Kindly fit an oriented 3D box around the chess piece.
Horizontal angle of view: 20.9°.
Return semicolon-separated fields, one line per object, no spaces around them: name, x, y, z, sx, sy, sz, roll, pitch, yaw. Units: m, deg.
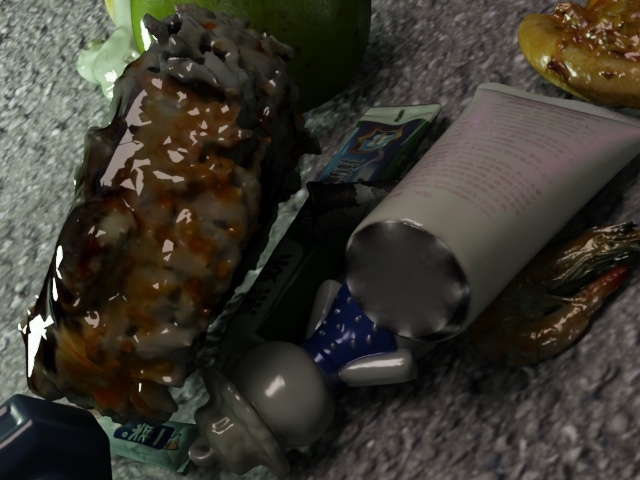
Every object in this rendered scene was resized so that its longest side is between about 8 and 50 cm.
chess piece;-0.213;-0.291;2.141;0.176;0.176;0.298;-5;58;35

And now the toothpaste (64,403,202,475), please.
toothpaste;-0.190;0.183;1.642;0.205;0.036;0.056;6;52;38

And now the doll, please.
doll;0.007;0.104;1.512;0.293;0.119;0.138;-37;53;-12

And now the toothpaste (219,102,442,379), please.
toothpaste;0.000;0.000;1.675;0.099;0.061;0.392;1;47;40

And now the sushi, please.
sushi;-0.128;-0.017;1.574;0.176;0.417;0.417;23;55;3

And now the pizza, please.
pizza;0.336;-0.211;1.628;0.335;0.086;0.226;9;52;46

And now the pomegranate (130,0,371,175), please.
pomegranate;-0.074;-0.215;1.855;0.260;0.260;0.340;-15;69;26

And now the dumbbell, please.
dumbbell;-0.208;0.261;1.471;0.144;0.156;0.316;-13;28;-23

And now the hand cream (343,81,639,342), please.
hand cream;0.149;-0.043;1.502;0.185;0.118;0.359;15;35;27

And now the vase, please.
vase;0.072;-0.041;1.621;0.167;0.059;0.059;-10;38;0

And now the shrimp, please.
shrimp;0.211;0.040;1.479;0.190;0.042;0.101;-32;56;4
